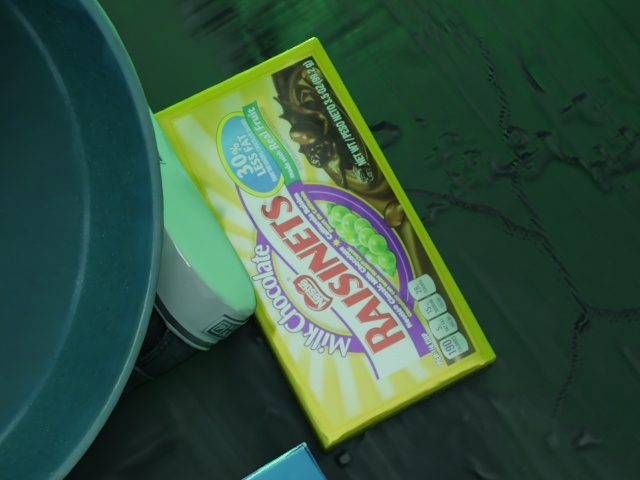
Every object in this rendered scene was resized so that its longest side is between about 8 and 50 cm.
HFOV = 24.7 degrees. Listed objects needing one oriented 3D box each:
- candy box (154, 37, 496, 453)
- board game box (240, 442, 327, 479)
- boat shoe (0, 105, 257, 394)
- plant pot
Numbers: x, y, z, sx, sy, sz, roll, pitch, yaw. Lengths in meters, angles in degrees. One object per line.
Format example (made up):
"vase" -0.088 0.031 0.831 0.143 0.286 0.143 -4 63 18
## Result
"candy box" 0.000 0.000 0.789 0.105 0.027 0.206 -27 78 -7
"board game box" -0.086 0.270 0.616 0.347 0.078 0.233 -26 77 -34
"boat shoe" -0.149 -0.061 0.761 0.102 0.108 0.301 -34 82 12
"plant pot" -0.253 -0.014 0.633 0.255 0.272 0.271 8 68 43
